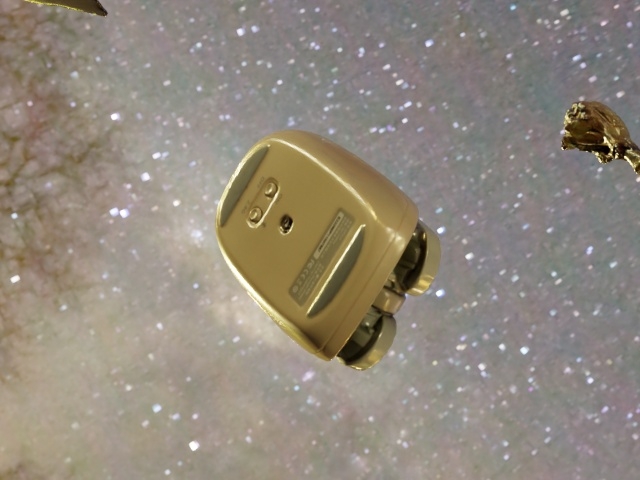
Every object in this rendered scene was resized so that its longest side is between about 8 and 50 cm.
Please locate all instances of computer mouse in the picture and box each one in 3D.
[{"bbox_3d":[0.000,0.000,0.723,0.236,0.082,0.145,39,-79,48],"label":"computer mouse"}]

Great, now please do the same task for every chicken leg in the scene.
[{"bbox_3d":[0.410,-0.144,1.310,0.070,0.093,0.178,54,-1,-43],"label":"chicken leg"}]

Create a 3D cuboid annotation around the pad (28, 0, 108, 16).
[{"bbox_3d":[-0.312,-0.255,0.662,0.299,0.005,0.202,16,-24,29],"label":"pad"}]
